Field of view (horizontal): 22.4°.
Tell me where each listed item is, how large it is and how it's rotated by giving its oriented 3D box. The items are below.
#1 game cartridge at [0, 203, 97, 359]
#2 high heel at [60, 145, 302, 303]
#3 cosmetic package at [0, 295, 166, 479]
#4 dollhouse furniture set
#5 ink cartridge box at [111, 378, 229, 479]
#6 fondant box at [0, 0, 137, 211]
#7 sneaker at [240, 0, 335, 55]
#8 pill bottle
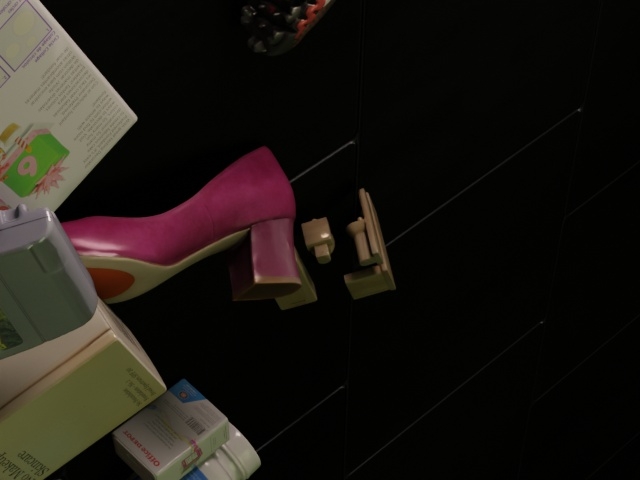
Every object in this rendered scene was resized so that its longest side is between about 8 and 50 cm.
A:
[{"bbox_3d":[-0.362,0.064,1.486,0.294,0.060,0.196,-16,156,0],"label":"game cartridge"},{"bbox_3d":[-0.190,-0.029,1.788,0.377,0.181,0.127,6,154,-41],"label":"high heel"},{"bbox_3d":[-0.333,0.181,1.678,0.309,0.113,0.160,-37,151,-3],"label":"cosmetic package"},{"bbox_3d":[0.000,0.000,2.108,0.151,0.123,0.144,-16,148,6],"label":"dollhouse furniture set"},{"bbox_3d":[-0.189,0.248,2.044,0.122,0.088,0.052,-36,149,-26],"label":"ink cartridge box"},{"bbox_3d":[-0.332,-0.120,1.440,0.238,0.096,0.330,-49,150,-7],"label":"fondant box"},{"bbox_3d":[0.017,-0.314,1.720,0.135,0.097,0.276,10,112,-55],"label":"sneaker"},{"bbox_3d":[-0.187,0.334,2.104,0.221,0.124,0.124,-41,149,-19],"label":"pill bottle"}]
